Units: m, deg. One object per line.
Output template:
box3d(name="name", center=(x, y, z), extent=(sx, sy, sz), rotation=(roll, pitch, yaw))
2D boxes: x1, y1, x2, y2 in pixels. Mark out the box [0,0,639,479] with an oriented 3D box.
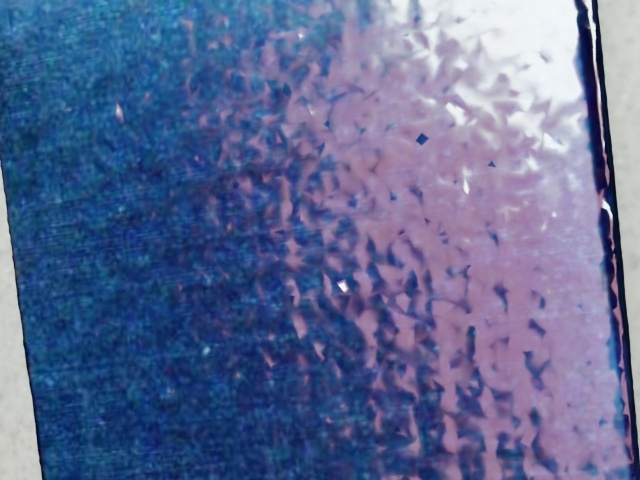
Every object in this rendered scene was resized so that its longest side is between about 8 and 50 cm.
box3d(name="box", center=(0.000, 0.000, 0.435), extent=(0.261, 0.116, 0.279), rotation=(-5, 95, 18))
